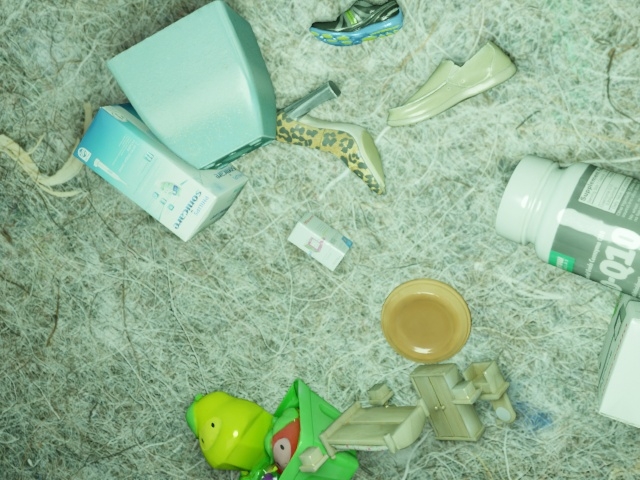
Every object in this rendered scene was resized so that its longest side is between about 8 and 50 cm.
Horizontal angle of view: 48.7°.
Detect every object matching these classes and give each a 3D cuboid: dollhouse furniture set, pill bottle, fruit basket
[{"bbox_3d":[0.192,0.416,1.449,0.303,0.356,0.173,-16,102,47],"label":"dollhouse furniture set"},{"bbox_3d":[0.527,-0.024,1.308,0.361,0.204,0.204,23,110,25],"label":"pill bottle"},{"bbox_3d":[-0.144,0.494,1.627,0.393,0.283,0.391,-1,114,-3],"label":"fruit basket"}]

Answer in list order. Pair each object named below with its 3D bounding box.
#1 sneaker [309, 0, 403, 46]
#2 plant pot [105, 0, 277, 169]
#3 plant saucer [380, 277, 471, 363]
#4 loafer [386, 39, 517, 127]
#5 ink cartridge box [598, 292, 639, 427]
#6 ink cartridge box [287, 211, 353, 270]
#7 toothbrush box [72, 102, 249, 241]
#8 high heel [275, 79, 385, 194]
[{"bbox_3d":[0.071,-0.438,1.414,0.188,0.067,0.078,-8,82,17],"label":"sneaker"},{"bbox_3d":[-0.217,-0.277,1.391,0.247,0.248,0.252,-25,92,10],"label":"plant pot"},{"bbox_3d":[0.230,0.182,1.556,0.200,0.037,0.199,3,106,12],"label":"plant saucer"},{"bbox_3d":[0.245,-0.305,1.390,0.269,0.102,0.092,-25,97,9],"label":"loafer"},{"bbox_3d":[0.612,0.206,1.343,0.115,0.273,0.198,16,108,17],"label":"ink cartridge box"},{"bbox_3d":[0.000,0.000,1.530,0.122,0.088,0.052,36,113,2],"label":"ink cartridge box"},{"bbox_3d":[-0.328,-0.155,1.496,0.296,0.216,0.126,39,110,1],"label":"toothbrush box"},{"bbox_3d":[0.013,-0.182,1.488,0.186,0.093,0.261,-27,99,28],"label":"high heel"}]
